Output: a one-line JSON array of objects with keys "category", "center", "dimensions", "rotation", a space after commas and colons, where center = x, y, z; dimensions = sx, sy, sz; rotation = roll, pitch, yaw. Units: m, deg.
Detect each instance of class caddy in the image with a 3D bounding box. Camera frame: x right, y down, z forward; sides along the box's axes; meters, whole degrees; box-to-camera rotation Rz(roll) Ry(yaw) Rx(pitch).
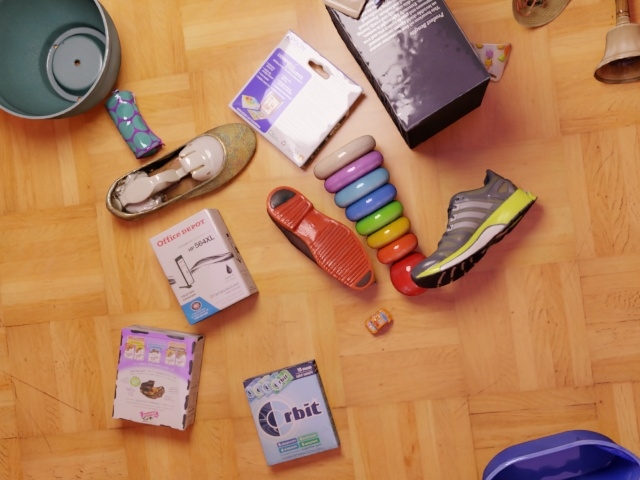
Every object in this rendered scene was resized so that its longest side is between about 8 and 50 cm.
[{"category": "caddy", "center": [0.460, 0.500, 1.436], "dimensions": [0.341, 0.179, 0.241], "rotation": [-18, 89, 9]}]

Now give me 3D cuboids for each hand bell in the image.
[{"category": "hand bell", "center": [0.579, -0.439, 1.459], "dimensions": [0.126, 0.126, 0.242], "rotation": [-3, 78, 9]}]

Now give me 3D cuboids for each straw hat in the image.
[{"category": "straw hat", "center": [0.419, -0.494, 1.488], "dimensions": [0.144, 0.144, 0.061], "rotation": [-44, 42, 7]}]

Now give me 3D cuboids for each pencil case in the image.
[{"category": "pencil case", "center": [-0.399, -0.249, 1.624], "dimensions": [0.070, 0.064, 0.151], "rotation": [-31, 86, 1]}]

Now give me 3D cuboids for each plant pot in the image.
[{"category": "plant pot", "center": [-0.538, -0.386, 1.579], "dimensions": [0.293, 0.196, 0.293], "rotation": [0, 91, 9]}]

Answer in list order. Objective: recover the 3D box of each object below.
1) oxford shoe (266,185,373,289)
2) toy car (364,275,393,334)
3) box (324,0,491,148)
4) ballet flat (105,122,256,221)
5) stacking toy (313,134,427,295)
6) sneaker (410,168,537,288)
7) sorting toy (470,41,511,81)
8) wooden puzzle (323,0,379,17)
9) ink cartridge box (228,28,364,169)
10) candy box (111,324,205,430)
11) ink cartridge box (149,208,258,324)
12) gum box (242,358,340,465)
[{"category": "oxford shoe", "center": [0.000, 0.000, 1.551], "dimensions": [0.097, 0.098, 0.271], "rotation": [-42, 83, -16]}, {"category": "toy car", "center": [0.104, 0.131, 1.558], "dimensions": [0.060, 0.040, 0.122], "rotation": [-22, 88, 9]}, {"category": "box", "center": [0.163, -0.351, 1.417], "dimensions": [0.183, 0.296, 0.294], "rotation": [-31, 87, 8]}, {"category": "ballet flat", "center": [-0.296, -0.140, 1.584], "dimensions": [0.348, 0.123, 0.123], "rotation": [-26, 86, 8]}, {"category": "stacking toy", "center": [0.126, -0.040, 1.515], "dimensions": [0.141, 0.141, 0.330], "rotation": [-32, 91, 8]}, {"category": "sneaker", "center": [0.279, -0.021, 1.481], "dimensions": [0.300, 0.111, 0.121], "rotation": [-38, 70, -17]}, {"category": "sorting toy", "center": [0.337, -0.357, 1.522], "dimensions": [0.083, 0.045, 0.075], "rotation": [4, 110, 9]}, {"category": "wooden puzzle", "center": [0.047, -0.420, 1.277], "dimensions": [0.116, 0.014, 0.078], "rotation": [34, 99, 7]}, {"category": "ink cartridge box", "center": [-0.049, -0.292, 1.576], "dimensions": [0.206, 0.045, 0.208], "rotation": [41, 98, 7]}, {"category": "candy box", "center": [-0.345, 0.290, 1.618], "dimensions": [0.165, 0.070, 0.196], "rotation": [8, 91, 9]}, {"category": "ink cartridge box", "center": [-0.245, 0.053, 1.591], "dimensions": [0.148, 0.086, 0.203], "rotation": [-28, 87, 9]}, {"category": "gum box", "center": [-0.060, 0.359, 1.587], "dimensions": [0.157, 0.041, 0.184], "rotation": [-18, 89, 9]}]
